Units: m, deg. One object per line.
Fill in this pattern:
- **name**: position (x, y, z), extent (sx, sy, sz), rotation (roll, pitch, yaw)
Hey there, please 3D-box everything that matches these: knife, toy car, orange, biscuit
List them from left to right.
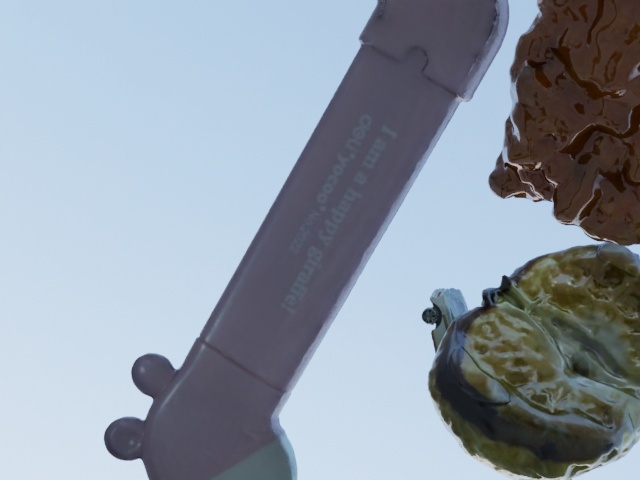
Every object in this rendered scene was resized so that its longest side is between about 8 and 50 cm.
- **knife**: position (0.000, 0.000, 0.650), extent (0.132, 0.038, 0.398), rotation (30, -81, 8)
- **toy car**: position (0.197, 0.167, 1.531), extent (0.056, 0.095, 0.204), rotation (-16, -101, 27)
- **orange**: position (0.318, 0.184, 1.419), extent (0.271, 0.369, 0.210), rotation (36, -32, 32)
- **biscuit**: position (0.316, -0.134, 0.877), extent (0.312, 0.110, 0.318), rotation (16, -61, 12)
